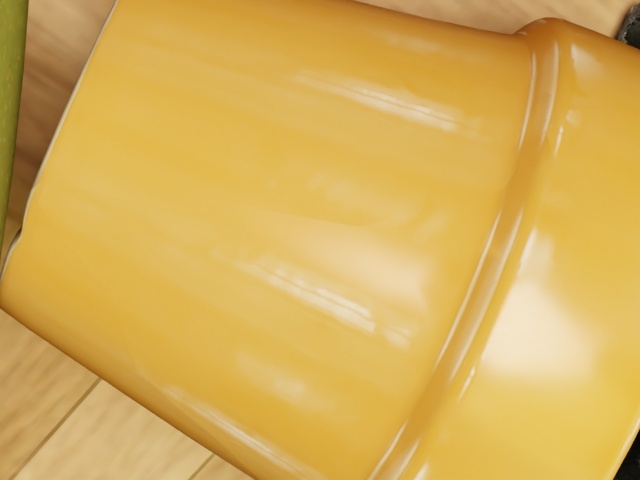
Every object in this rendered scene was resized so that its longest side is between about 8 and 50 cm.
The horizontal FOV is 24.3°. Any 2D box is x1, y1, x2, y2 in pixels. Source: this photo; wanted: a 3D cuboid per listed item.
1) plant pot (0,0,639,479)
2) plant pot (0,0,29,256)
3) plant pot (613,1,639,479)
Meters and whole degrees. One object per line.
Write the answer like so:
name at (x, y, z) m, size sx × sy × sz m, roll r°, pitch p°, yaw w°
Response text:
plant pot at (0.000, 0.000, 0.510) m, size 0.188 × 0.205 × 0.205 m, roll 22°, pitch 114°, yaw -7°
plant pot at (-0.204, -0.002, 0.423) m, size 0.274 × 0.275 × 0.294 m, roll 24°, pitch 88°, yaw -25°
plant pot at (0.200, 0.039, 0.584) m, size 0.167 × 0.187 × 0.188 m, roll 6°, pitch 119°, yaw -29°
